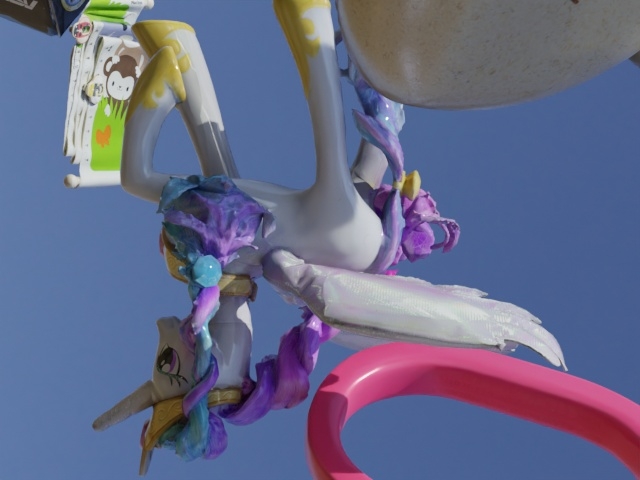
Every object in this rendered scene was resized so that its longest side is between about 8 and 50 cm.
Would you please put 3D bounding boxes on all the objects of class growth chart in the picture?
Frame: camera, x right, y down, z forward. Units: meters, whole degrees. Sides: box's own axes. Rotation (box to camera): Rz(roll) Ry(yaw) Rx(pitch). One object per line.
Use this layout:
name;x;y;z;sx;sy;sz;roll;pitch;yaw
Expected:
growth chart;-0.237;-0.167;1.689;0.021;0.172;0.237;15;-70;27

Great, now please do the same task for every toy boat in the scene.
toy boat;0.151;-0.151;0.793;0.267;0.318;0.148;-36;-132;17

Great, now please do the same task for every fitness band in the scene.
fitness band;0.130;0.170;1.103;0.291;0.209;0.054;17;-52;11

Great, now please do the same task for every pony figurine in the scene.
pony figurine;0.000;0.000;1.157;0.303;0.351;0.363;84;5;-82

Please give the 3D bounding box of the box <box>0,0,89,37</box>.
box;-0.244;-0.273;1.043;0.060;0.270;0.216;88;27;-55
